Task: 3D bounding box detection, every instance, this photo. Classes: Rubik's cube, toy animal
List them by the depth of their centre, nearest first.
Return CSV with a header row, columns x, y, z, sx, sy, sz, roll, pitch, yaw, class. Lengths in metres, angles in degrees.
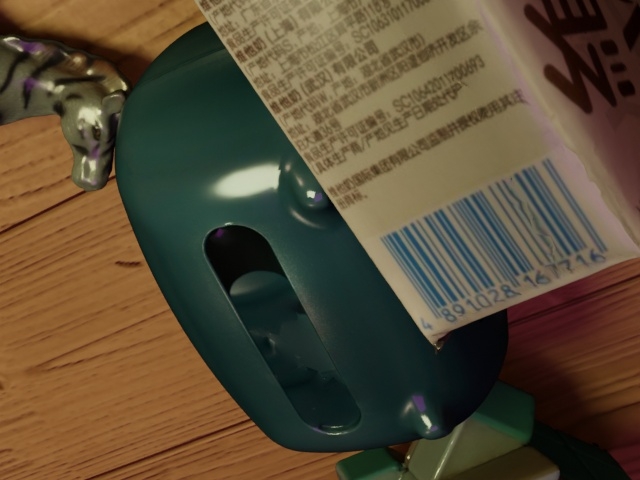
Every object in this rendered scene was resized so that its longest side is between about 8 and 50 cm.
x,y,z,sx,sy,sz,roll,pitch,yaw,class
-0.257,-0.105,0.772,0.255,0.090,0.170,30,120,-16,toy animal
0.123,0.220,0.870,0.213,0.265,0.224,24,98,-12,Rubik's cube

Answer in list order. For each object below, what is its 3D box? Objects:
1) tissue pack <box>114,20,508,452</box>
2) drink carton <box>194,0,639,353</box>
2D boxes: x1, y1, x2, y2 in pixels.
x,y,z,sx,sy,sz,roll,pitch,yaw,class
0.000,0.000,0.734,0.198,0.206,0.287,-14,122,18,tissue pack
0.047,-0.137,0.551,0.132,0.194,0.324,-28,103,36,drink carton
